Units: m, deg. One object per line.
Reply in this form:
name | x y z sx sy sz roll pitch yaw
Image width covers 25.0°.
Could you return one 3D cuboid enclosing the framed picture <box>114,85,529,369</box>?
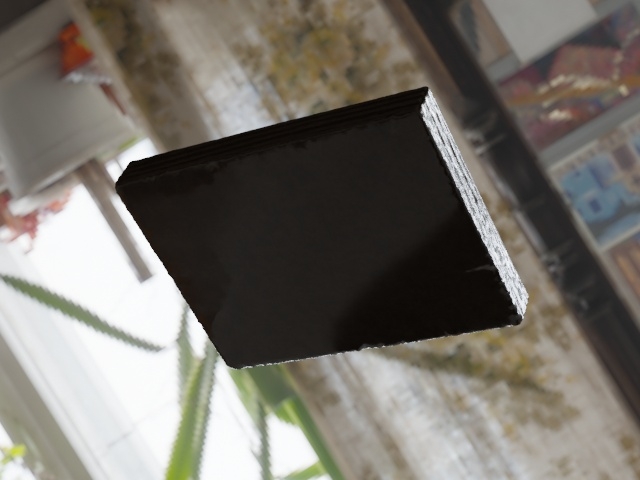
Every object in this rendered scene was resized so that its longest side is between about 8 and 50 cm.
framed picture | 0.000 0.000 0.703 0.169 0.128 0.023 -12 -147 29
